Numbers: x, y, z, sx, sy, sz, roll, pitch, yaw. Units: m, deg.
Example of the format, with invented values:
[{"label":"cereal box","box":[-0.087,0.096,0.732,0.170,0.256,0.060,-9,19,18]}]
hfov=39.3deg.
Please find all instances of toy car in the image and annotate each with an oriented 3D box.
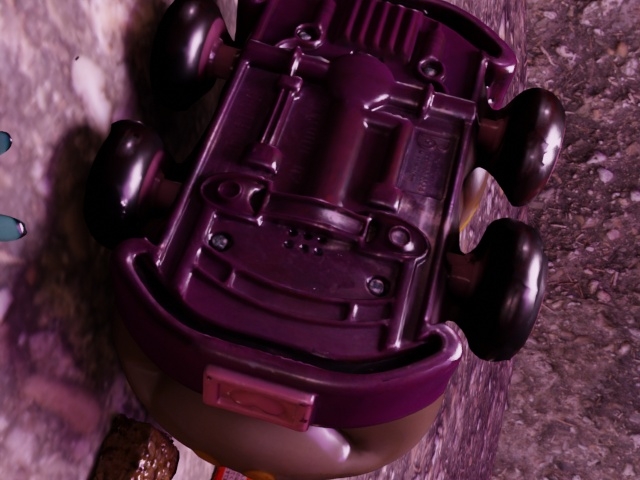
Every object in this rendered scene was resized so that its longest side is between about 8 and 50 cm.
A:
[{"label":"toy car","box":[0.000,0.000,0.610,0.240,0.271,0.340,101,7,-56]}]

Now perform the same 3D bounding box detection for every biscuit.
[{"label":"biscuit","box":[-0.139,0.213,0.572,0.064,0.034,0.199,64,37,-58]}]

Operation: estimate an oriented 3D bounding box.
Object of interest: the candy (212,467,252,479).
[{"label":"candy","box":[-0.063,0.239,0.791,0.122,0.038,0.062,69,34,-54]}]

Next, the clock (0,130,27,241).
[{"label":"clock","box":[-0.179,-0.004,0.370,0.135,0.041,0.101,-49,141,-58]}]
